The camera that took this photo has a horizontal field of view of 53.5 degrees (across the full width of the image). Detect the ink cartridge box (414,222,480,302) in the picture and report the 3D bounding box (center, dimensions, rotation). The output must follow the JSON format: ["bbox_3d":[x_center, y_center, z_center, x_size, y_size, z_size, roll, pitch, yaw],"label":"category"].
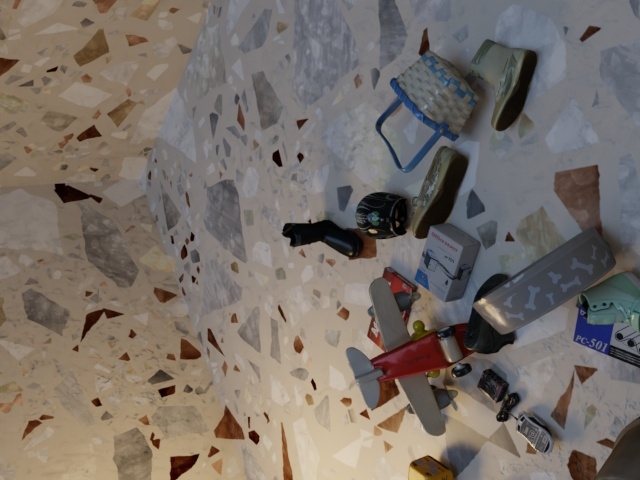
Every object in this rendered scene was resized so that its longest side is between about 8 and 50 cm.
[{"bbox_3d":[0.372,0.064,1.881,0.139,0.082,0.190,39,128,43],"label":"ink cartridge box"}]

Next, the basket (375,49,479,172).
[{"bbox_3d":[0.286,-0.357,1.780,0.289,0.201,0.255,-44,42,23],"label":"basket"}]

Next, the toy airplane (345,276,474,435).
[{"bbox_3d":[0.271,0.348,1.916,0.384,0.272,0.386,24,105,15],"label":"toy airplane"}]

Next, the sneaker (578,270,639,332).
[{"bbox_3d":[0.670,0.180,1.376,0.256,0.151,0.094,-113,2,-56],"label":"sneaker"}]

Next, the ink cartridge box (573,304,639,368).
[{"bbox_3d":[0.702,0.226,1.486,0.207,0.046,0.097,21,113,51],"label":"ink cartridge box"}]

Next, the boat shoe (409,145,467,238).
[{"bbox_3d":[0.340,-0.138,1.880,0.089,0.104,0.285,47,122,44],"label":"boat shoe"}]

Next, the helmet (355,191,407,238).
[{"bbox_3d":[0.192,-0.080,2.047,0.161,0.169,0.169,6,102,36],"label":"helmet"}]

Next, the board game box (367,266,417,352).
[{"bbox_3d":[0.238,0.245,2.147,0.145,0.027,0.281,39,126,45],"label":"board game box"}]

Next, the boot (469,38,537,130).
[{"bbox_3d":[0.460,-0.410,1.672,0.165,0.077,0.213,37,120,44],"label":"boot"}]

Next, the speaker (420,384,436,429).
[{"bbox_3d":[0.345,0.534,2.031,0.055,0.055,0.136,7,103,53],"label":"speaker"}]

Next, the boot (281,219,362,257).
[{"bbox_3d":[0.000,0.000,2.273,0.246,0.207,0.094,36,124,44],"label":"boot"}]

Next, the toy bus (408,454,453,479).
[{"bbox_3d":[0.346,0.863,2.028,0.108,0.130,0.332,20,112,51],"label":"toy bus"}]

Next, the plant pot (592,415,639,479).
[{"bbox_3d":[0.716,0.547,1.333,0.323,0.280,0.323,17,111,52],"label":"plant pot"}]

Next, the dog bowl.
[{"bbox_3d":[0.522,0.097,1.477,0.102,0.349,0.349,58,139,11],"label":"dog bowl"}]

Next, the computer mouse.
[{"bbox_3d":[0.567,0.506,1.734,0.193,0.042,0.106,43,124,49],"label":"computer mouse"}]

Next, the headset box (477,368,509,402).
[{"bbox_3d":[0.496,0.419,1.819,0.083,0.032,0.062,42,128,44],"label":"headset box"}]

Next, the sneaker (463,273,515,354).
[{"bbox_3d":[0.486,0.210,1.761,0.087,0.130,0.227,4,72,58],"label":"sneaker"}]
